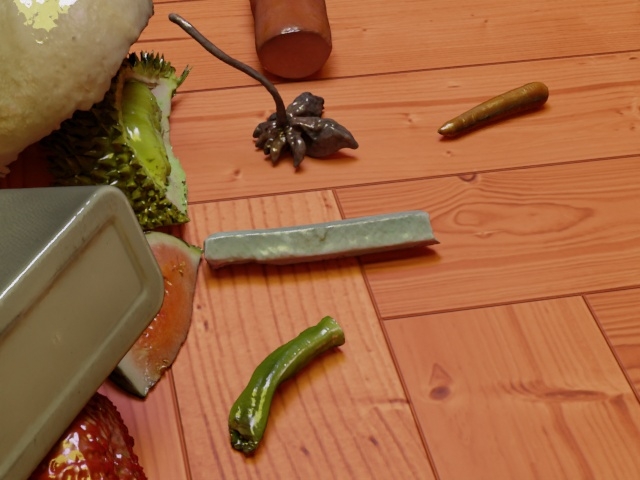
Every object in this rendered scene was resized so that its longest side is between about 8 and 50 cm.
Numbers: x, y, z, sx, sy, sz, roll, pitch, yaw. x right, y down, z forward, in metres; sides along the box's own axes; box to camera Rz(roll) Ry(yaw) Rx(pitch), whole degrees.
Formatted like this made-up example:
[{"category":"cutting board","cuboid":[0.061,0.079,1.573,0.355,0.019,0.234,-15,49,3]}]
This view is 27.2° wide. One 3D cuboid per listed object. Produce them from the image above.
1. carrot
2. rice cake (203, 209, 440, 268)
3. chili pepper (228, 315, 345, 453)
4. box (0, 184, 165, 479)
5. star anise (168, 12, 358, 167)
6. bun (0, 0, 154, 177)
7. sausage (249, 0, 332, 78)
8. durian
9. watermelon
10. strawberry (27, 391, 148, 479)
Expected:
[{"category":"carrot","cuboid":[0.238,-0.179,1.843,0.190,0.037,0.037,-23,47,-22]},{"category":"rice cake","cuboid":[-0.001,0.000,1.612,0.290,0.051,0.081,-6,8,-11]},{"category":"chili pepper","cuboid":[-0.043,0.149,1.435,0.052,0.050,0.201,-12,26,45]},{"category":"box","cuboid":[-0.385,0.095,1.288,0.344,0.177,0.352,-3,34,31]},{"category":"star anise","cuboid":[-0.067,-0.213,1.736,0.219,0.227,0.148,2,46,16]},{"category":"bun","cuboid":[-0.388,-0.250,1.652,0.364,0.202,0.364,-35,25,19]},{"category":"sausage","cuboid":[-0.048,-0.347,1.966,0.114,0.113,0.259,-2,42,-6]},{"category":"durian","cuboid":[-0.257,-0.129,1.725,0.169,0.158,0.351,26,32,-28]},{"category":"watermelon","cuboid":[-0.203,0.072,1.512,0.119,0.063,0.245,19,41,-2]},{"category":"strawberry","cuboid":[-0.226,0.227,1.250,0.175,0.106,0.236,-3,49,-30]}]
